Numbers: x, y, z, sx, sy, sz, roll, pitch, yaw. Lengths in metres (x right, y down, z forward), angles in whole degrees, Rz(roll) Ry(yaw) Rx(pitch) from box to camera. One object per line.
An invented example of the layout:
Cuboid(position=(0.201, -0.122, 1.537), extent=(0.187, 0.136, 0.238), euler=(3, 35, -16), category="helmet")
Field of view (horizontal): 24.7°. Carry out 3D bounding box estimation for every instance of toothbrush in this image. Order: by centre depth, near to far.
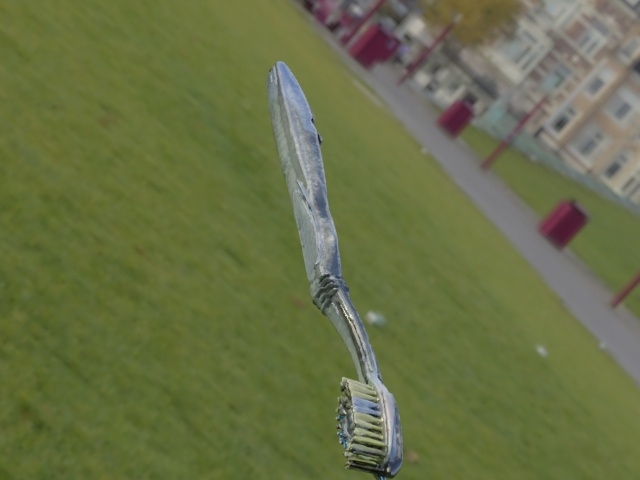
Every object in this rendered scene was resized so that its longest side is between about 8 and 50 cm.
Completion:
Cuboid(position=(0.000, 0.000, 1.008), extent=(0.042, 0.035, 0.413), euler=(22, 33, -28), category="toothbrush")
